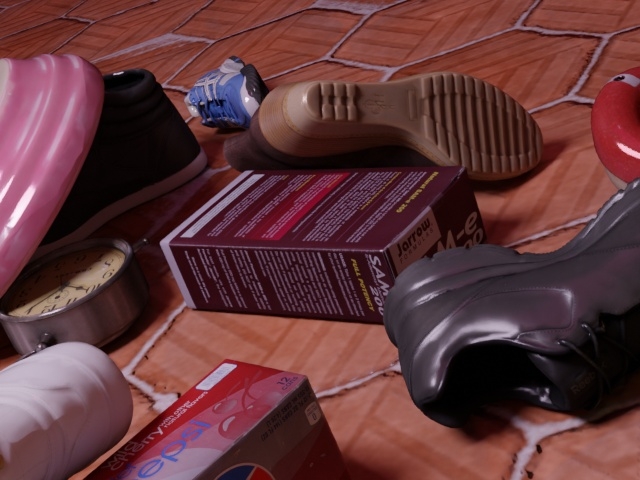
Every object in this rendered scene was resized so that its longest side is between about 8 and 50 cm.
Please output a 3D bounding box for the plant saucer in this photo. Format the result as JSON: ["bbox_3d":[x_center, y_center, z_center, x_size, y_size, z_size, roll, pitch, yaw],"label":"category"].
[{"bbox_3d":[-0.334,-0.048,1.212,0.332,0.084,0.332,-38,32,29],"label":"plant saucer"}]

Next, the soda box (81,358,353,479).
[{"bbox_3d":[-0.103,0.183,0.744,0.083,0.092,0.263,6,36,47],"label":"soda box"}]

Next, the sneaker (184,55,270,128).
[{"bbox_3d":[-0.099,-0.154,1.450,0.081,0.080,0.211,-31,17,-7],"label":"sneaker"}]

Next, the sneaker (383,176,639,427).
[{"bbox_3d":[0.182,0.046,0.818,0.286,0.109,0.130,-24,31,14],"label":"sneaker"}]

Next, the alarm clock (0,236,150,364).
[{"bbox_3d":[-0.220,0.063,1.107,0.129,0.064,0.192,-11,24,18],"label":"alarm clock"}]

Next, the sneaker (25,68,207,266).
[{"bbox_3d":[-0.271,-0.080,1.337,0.295,0.147,0.104,-31,29,-19],"label":"sneaker"}]

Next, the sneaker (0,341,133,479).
[{"bbox_3d":[-0.262,0.167,0.765,0.292,0.108,0.169,-36,0,27],"label":"sneaker"}]

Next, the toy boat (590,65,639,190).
[{"bbox_3d":[0.308,-0.107,0.946,0.231,0.151,0.151,6,36,44],"label":"toy boat"}]

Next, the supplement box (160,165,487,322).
[{"bbox_3d":[0.000,0.000,1.057,0.239,0.073,0.130,1,33,40],"label":"supplement box"}]

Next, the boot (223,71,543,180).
[{"bbox_3d":[0.052,-0.090,1.163,0.248,0.090,0.207,9,-12,-19],"label":"boot"}]
